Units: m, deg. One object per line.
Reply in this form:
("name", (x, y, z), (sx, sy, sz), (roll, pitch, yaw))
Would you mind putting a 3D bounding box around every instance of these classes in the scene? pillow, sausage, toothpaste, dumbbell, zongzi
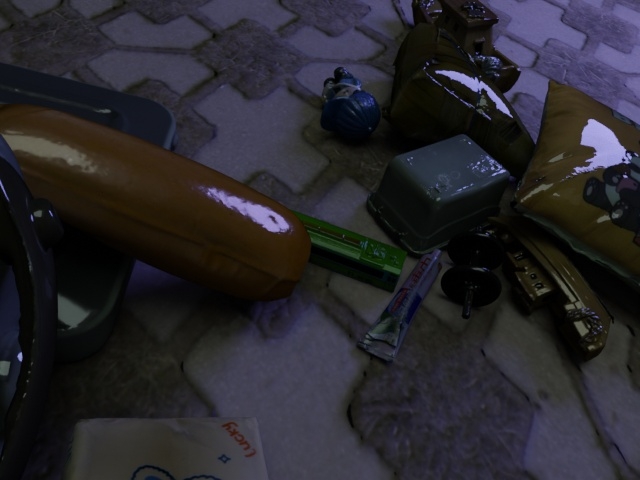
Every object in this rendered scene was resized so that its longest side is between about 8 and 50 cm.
("pillow", (0.405, -0.058, 0.670), (0.310, 0.119, 0.312), (33, 50, 3))
("sausage", (-0.175, -0.040, 0.483), (0.354, 0.116, 0.134), (25, 15, -28))
("toothpaste", (0.102, 0.068, 0.589), (0.045, 0.028, 0.170), (26, 53, 21))
("dumbbell", (0.182, 0.034, 0.604), (0.069, 0.069, 0.147), (19, 49, 7))
("zongzi", (0.250, -0.216, 0.816), (0.289, 0.123, 0.260), (25, 42, -9))

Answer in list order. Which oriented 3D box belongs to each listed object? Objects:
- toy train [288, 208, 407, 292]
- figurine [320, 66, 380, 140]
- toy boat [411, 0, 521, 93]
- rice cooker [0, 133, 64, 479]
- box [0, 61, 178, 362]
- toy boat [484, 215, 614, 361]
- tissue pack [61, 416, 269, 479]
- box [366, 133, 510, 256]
("toy train", (0.000, 0.000, 0.619), (0.209, 0.042, 0.044), (20, 49, 7))
("figurine", (0.041, -0.214, 0.797), (0.087, 0.086, 0.149), (37, 25, -32))
("toy boat", (0.261, -0.392, 0.952), (0.089, 0.121, 0.321), (-14, 54, -14))
("rice cooker", (-0.321, 0.070, 0.261), (0.325, 0.335, 0.335), (8, 48, -13))
("box", (-0.372, -0.067, 0.555), (0.373, 0.090, 0.367), (11, 49, -11))
("toy boat", (0.265, 0.050, 0.614), (0.072, 0.064, 0.206), (-23, 53, -4))
("tissue pack", (-0.103, 0.216, 0.336), (0.148, 0.092, 0.196), (5, 27, -20))
("box", (0.161, -0.068, 0.671), (0.172, 0.093, 0.124), (-23, 57, -26))
